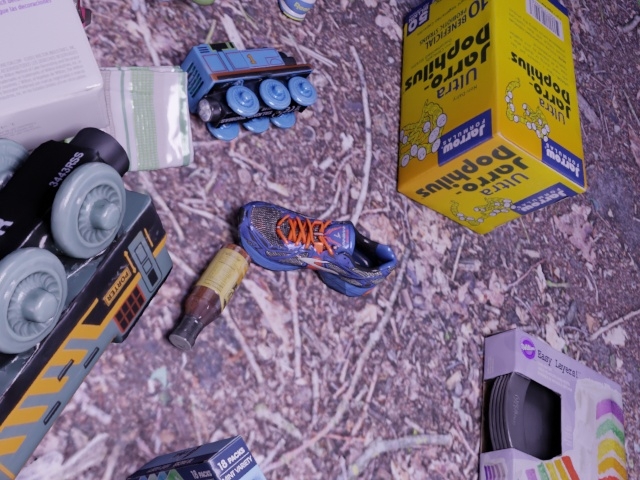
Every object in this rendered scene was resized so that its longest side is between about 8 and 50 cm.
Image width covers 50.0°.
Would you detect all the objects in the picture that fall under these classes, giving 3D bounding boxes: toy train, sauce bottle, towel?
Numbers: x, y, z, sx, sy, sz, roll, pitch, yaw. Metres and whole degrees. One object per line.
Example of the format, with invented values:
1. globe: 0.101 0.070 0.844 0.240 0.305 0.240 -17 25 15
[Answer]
1. toy train: -0.085 -0.191 0.847 0.184 0.080 0.105 -21 79 -42
2. sauce bottle: -0.118 0.060 0.731 0.042 0.042 0.128 42 52 -17
3. toy train: -0.242 0.065 0.536 0.190 0.142 0.333 79 31 -49
4. towel: -0.204 -0.129 0.730 0.152 0.023 0.113 -13 102 -44

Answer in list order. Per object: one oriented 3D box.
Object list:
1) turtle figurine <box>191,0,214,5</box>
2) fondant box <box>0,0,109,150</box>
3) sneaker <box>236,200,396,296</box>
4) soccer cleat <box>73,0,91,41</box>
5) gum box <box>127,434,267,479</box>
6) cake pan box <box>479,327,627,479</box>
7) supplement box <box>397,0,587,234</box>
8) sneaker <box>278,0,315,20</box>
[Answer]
1. turtle figurine: -0.114 -0.433 0.843 0.198 0.275 0.266 -30 100 -80
2. fondant box: -0.348 -0.223 0.573 0.238 0.096 0.330 -20 84 -16
3. sneaker: 0.000 0.000 0.821 0.221 0.087 0.083 19 59 -32
4. soccer cleat: -0.324 -0.330 0.710 0.143 0.116 0.331 -8 81 -12
5. gum box: -0.076 0.266 0.592 0.041 0.157 0.184 -31 91 -43
6. cake pan box: 0.332 0.281 0.978 0.267 0.070 0.245 29 52 -25
7. supplement box: 0.256 -0.224 1.055 0.195 0.194 0.356 23 57 -30
8. sneaker: -0.041 -0.390 0.983 0.053 0.059 0.144 -14 77 -41
